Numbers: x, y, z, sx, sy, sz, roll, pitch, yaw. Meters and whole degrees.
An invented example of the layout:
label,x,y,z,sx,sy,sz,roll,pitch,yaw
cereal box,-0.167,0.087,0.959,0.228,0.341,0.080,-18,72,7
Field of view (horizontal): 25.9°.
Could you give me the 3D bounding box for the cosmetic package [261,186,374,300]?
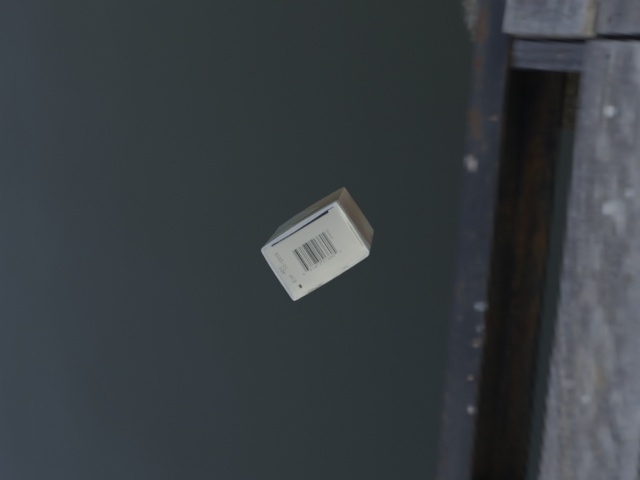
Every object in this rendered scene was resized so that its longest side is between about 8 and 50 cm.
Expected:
label,x,y,z,sx,sy,sz,roll,pitch,yaw
cosmetic package,0.000,0.000,0.917,0.060,0.115,0.041,-32,94,5
